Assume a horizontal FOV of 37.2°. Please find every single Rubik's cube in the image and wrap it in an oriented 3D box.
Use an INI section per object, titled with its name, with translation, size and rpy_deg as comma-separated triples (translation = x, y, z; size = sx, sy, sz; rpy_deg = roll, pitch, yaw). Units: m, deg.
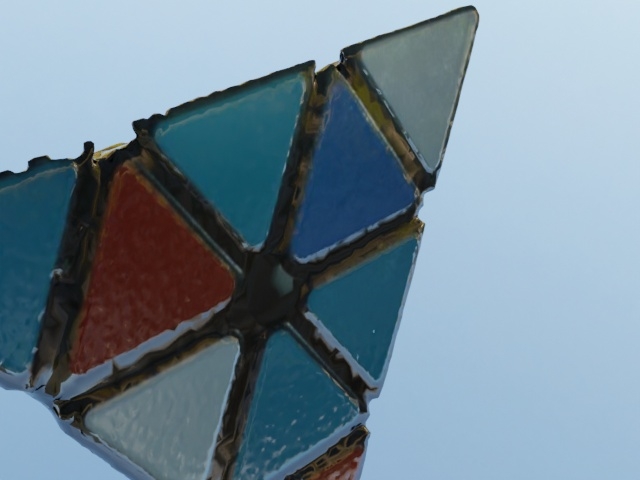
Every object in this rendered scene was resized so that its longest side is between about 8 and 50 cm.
[Rubik's cube]
translation = 0.000, 0.000, 0.413
size = 0.250, 0.234, 0.284
rpy_deg = 50, 177, -5
